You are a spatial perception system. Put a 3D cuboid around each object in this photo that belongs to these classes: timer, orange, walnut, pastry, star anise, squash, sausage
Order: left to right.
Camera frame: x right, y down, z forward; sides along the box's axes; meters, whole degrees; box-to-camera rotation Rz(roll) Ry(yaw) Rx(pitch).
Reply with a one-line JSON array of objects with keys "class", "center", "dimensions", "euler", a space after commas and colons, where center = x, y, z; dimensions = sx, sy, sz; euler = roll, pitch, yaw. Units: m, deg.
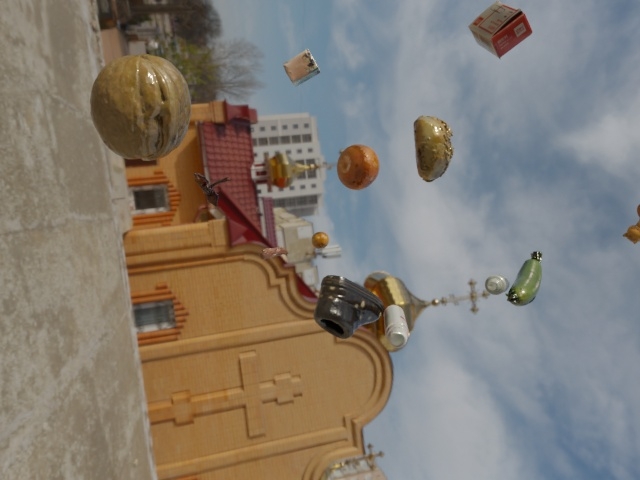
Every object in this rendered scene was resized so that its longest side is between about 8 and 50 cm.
[{"class": "walnut", "center": [-0.553, -0.406, 1.491], "dimensions": [0.333, 0.333, 0.332], "euler": [172, -90, -77]}, {"class": "star anise", "center": [-0.480, -0.257, 2.159], "dimensions": [0.140, 0.144, 0.158], "euler": [48, -10, 30]}, {"class": "sausage", "center": [-0.179, 0.047, 1.837], "dimensions": [0.036, 0.158, 0.042], "euler": [-12, -94, 33]}, {"class": "orange", "center": [0.000, 0.000, 2.154], "dimensions": [0.083, 0.083, 0.070], "euler": [98, -15, -50]}, {"class": "orange", "center": [0.180, -0.341, 2.244], "dimensions": [0.224, 0.170, 0.223], "euler": [-16, -110, 55]}, {"class": "pastry", "center": [0.553, -0.449, 2.321], "dimensions": [0.284, 0.184, 0.315], "euler": [-76, 158, -59]}, {"class": "squash", "center": [0.600, 0.125, 1.390], "dimensions": [0.071, 0.318, 0.080], "euler": [24, -56, 25]}, {"class": "timer", "center": [0.967, -0.049, 1.409], "dimensions": [0.132, 0.152, 0.132], "euler": [51, 2, -2]}]

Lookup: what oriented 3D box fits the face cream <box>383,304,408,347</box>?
[{"class": "face cream", "center": [0.330, 0.376, 2.090], "dimensions": [0.345, 0.102, 0.101], "euler": [-63, 148, -79]}]

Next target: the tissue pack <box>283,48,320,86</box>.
[{"class": "tissue pack", "center": [-0.058, -0.529, 1.470], "dimensions": [0.074, 0.094, 0.059], "euler": [61, 9, -2]}]

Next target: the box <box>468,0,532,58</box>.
[{"class": "box", "center": [0.604, -0.717, 1.618], "dimensions": [0.099, 0.133, 0.182], "euler": [42, 20, -34]}]

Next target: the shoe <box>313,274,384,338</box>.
[{"class": "shoe", "center": [0.129, 0.324, 2.126], "dimensions": [0.171, 0.384, 0.237], "euler": [-1, -116, 43]}]

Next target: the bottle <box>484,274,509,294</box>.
[{"class": "bottle", "center": [0.505, 0.127, 1.376], "dimensions": [0.217, 0.060, 0.060], "euler": [9, 69, -63]}]
